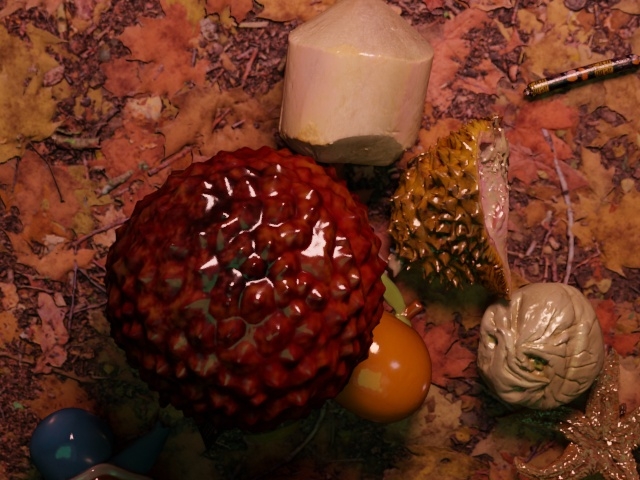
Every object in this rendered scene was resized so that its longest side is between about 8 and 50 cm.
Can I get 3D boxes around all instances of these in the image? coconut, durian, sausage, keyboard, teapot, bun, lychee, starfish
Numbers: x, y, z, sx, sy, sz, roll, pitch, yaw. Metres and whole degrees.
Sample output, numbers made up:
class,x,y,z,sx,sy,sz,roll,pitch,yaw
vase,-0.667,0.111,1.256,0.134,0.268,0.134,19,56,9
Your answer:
class,x,y,z,sx,sy,sz,roll,pitch,yaw
coconut,0.053,-0.250,1.373,0.239,0.239,0.244,10,114,1
durian,0.205,-0.042,1.479,0.196,0.185,0.305,-1,106,22
sausage,0.423,-0.266,1.446,0.198,0.025,0.028,-14,62,9
keyboard,-0.180,0.307,1.630,0.010,0.063,0.198,-1,140,-34
teapot,-0.108,0.295,1.629,0.166,0.130,0.119,-13,93,41
bun,0.372,0.186,1.538,0.229,0.145,0.229,4,106,14
lychee,-0.124,0.087,1.358,0.424,0.424,0.500,36,123,-8
starfish,0.492,0.334,1.606,0.299,0.060,0.302,37,97,21

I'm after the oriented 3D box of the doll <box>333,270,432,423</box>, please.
class,x,y,z,sx,sy,sz,roll,pitch,yaw
doll,0.107,0.188,1.537,0.213,0.213,0.236,33,93,-7

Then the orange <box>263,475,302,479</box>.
class,x,y,z,sx,sy,sz,roll,pitch,yaw
orange,-0.064,0.609,1.619,0.322,0.322,0.357,-6,130,6

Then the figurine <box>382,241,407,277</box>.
class,x,y,z,sx,sy,sz,roll,pitch,yaw
figurine,0.137,0.020,1.554,0.050,0.047,0.083,40,102,2

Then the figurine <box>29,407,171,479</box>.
class,x,y,z,sx,sy,sz,roll,pitch,yaw
figurine,-0.396,0.505,1.682,0.298,0.243,0.416,-25,84,21

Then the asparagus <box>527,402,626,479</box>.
class,x,y,z,sx,sy,sz,roll,pitch,yaw
asparagus,0.472,0.384,1.659,0.248,0.025,0.024,-45,58,16
